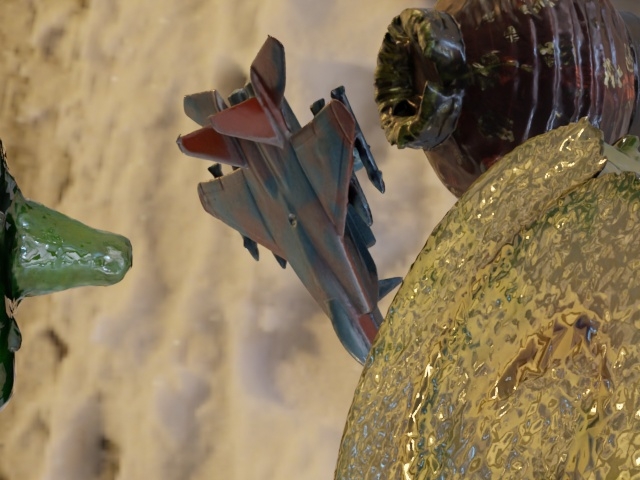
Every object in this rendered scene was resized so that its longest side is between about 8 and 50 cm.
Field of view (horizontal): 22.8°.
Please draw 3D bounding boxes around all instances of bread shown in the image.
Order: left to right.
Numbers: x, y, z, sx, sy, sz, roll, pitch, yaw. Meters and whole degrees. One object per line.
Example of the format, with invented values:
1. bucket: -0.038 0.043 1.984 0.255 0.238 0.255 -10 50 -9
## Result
1. bread: 0.143 0.105 0.859 0.366 0.129 0.382 -35 37 53

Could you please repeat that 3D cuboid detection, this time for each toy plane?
1. toy plane: 0.004 -0.004 1.319 0.223 0.104 0.326 -27 100 49

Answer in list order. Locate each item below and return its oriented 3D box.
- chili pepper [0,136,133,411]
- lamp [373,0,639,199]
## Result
1. chili pepper: -0.190 0.006 0.453 0.099 0.270 0.136 127 141 -86
2. lamp: 0.165 -0.134 1.362 0.247 0.247 0.247 -7 80 44
